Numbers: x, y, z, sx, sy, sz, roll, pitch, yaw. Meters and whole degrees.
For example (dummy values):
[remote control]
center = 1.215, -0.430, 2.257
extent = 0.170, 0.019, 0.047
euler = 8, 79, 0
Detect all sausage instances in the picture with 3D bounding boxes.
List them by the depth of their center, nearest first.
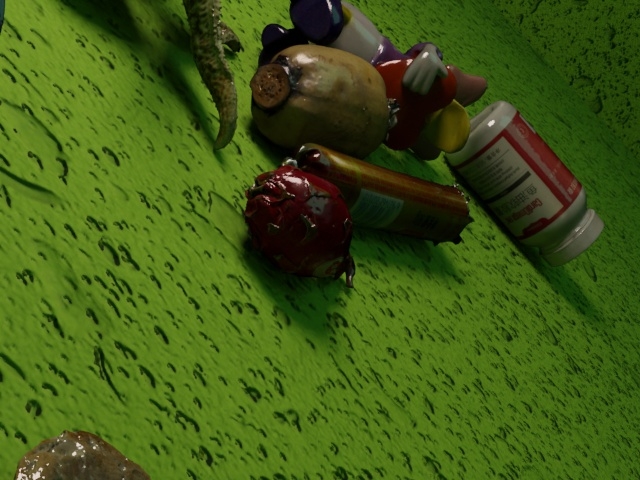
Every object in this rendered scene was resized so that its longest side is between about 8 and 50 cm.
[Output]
[sausage]
center = 0.059, -0.047, 1.249
extent = 0.372, 0.082, 0.082
euler = 10, 45, -58

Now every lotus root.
[lotus root]
center = 0.015, -0.143, 1.242
extent = 0.221, 0.125, 0.118
euler = 13, 42, -45

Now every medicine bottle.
[medicine bottle]
center = 0.311, -0.085, 1.729
extent = 0.250, 0.131, 0.131
euler = 48, 22, -8

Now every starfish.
[starfish]
center = -0.107, -0.297, 1.115
extent = 0.347, 0.078, 0.357
euler = -85, 176, -64

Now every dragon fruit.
[dragon fruit]
center = 0.000, 0.000, 1.045
extent = 0.190, 0.094, 0.094
euler = 43, 20, -51

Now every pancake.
[pancake]
center = -0.115, 0.165, 0.627
extent = 0.139, 0.022, 0.139
euler = 42, 23, -23

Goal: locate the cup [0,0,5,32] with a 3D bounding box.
[cup]
center = -0.295, -0.145, 0.691
extent = 0.138, 0.150, 0.113
euler = 20, 71, -50

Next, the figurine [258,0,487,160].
[figurine]
center = 0.076, -0.205, 1.445
extent = 0.421, 0.154, 0.193
euler = 25, 18, -41
